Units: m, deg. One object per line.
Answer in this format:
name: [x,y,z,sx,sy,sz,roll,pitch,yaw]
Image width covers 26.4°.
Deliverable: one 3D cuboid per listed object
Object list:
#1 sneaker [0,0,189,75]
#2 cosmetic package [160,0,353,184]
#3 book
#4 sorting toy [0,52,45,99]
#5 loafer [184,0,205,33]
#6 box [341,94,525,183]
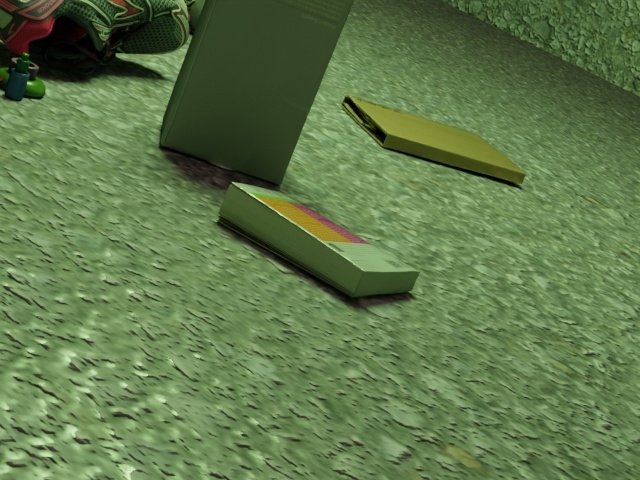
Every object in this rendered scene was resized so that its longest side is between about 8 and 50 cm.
sneaker: [-0.245,-0.226,1.437,0.299,0.121,0.112,-2,57,-56]
cosmetic package: [-0.056,-0.186,1.287,0.127,0.238,0.107,21,18,-13]
book: [0.000,0.000,1.117,0.144,0.035,0.096,31,15,28]
sorting toy: [-0.288,-0.159,1.248,0.061,0.042,0.102,32,19,32]
loafer: [-0.139,-0.320,1.886,0.268,0.096,0.084,17,22,-23]
box: [0.142,-0.128,1.736,0.201,0.021,0.164,15,17,-23]
